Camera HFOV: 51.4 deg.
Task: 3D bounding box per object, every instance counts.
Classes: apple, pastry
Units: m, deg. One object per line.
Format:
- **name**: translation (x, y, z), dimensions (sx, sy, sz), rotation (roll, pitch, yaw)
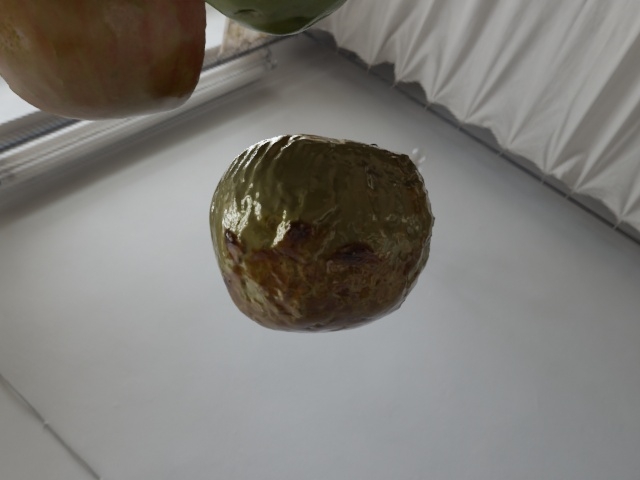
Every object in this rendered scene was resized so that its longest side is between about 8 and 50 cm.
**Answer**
- **apple**: translation (-0.318, -0.324, 0.950), dimensions (0.314, 0.309, 0.252), rotation (-10, -163, -4)
- **pastry**: translation (0.000, 0.000, 1.115), dimensions (0.388, 0.388, 0.313), rotation (7, -98, -13)

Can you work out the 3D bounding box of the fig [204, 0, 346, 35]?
- **fig**: translation (-0.022, -0.336, 0.627), dimensions (0.233, 0.314, 0.233), rotation (23, -126, -35)
